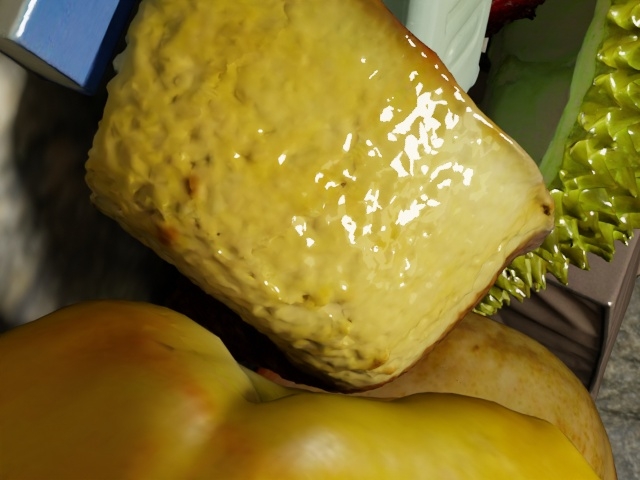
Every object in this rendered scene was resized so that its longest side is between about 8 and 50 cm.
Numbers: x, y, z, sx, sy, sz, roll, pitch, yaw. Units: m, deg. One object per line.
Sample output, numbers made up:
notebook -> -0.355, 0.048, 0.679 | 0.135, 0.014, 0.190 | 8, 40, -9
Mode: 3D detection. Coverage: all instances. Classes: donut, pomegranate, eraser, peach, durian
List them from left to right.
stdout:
eraser -> -0.073, -0.093, 0.398 | 0.085, 0.027, 0.063 | -68, 164, -3
peach -> -0.040, 0.183, 0.419 | 0.289, 0.289, 0.308 | 23, 83, -74
donut -> 0.000, 0.000, 0.521 | 0.112, 0.151, 0.295 | -55, 169, -11
pomegranate -> 0.045, 0.172, 0.760 | 0.270, 0.229, 0.252 | -66, 156, -19
durian -> 0.162, -0.128, 0.827 | 0.157, 0.169, 0.355 | 48, 47, -46

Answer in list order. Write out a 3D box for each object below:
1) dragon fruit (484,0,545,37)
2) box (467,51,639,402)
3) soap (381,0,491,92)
dragon fruit -> 0.102, -0.190, 0.765 | 0.162, 0.083, 0.106 | -30, -108, 64
box -> 0.156, 0.002, 1.001 | 0.153, 0.188, 0.252 | -62, 165, -21
soap -> 0.049, -0.145, 0.667 | 0.119, 0.066, 0.198 | -51, 157, -42
